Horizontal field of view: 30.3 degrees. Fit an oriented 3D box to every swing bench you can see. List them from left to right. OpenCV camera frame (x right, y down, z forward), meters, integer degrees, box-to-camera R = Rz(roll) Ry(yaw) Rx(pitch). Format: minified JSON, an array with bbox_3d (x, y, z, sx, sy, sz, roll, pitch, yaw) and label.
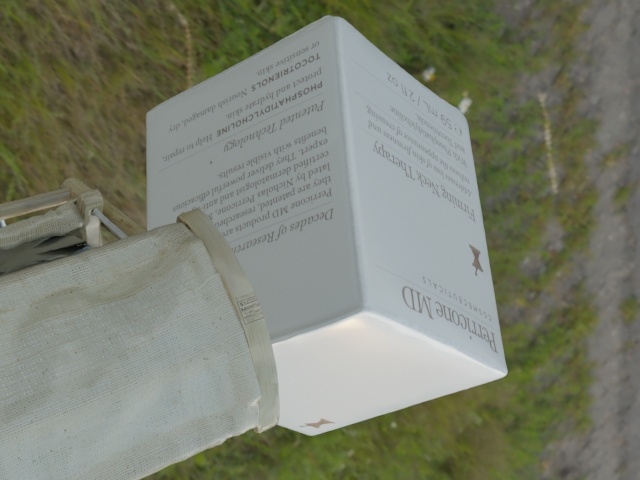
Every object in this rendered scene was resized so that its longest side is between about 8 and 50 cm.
[{"bbox_3d":[-0.206,0.071,0.827,0.253,0.254,0.165,-19,111,-38],"label":"swing bench"}]

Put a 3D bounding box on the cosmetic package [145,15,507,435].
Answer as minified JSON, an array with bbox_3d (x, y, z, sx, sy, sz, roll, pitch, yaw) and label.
[{"bbox_3d":[0.000,0.000,1.524,0.327,0.394,0.329,-22,149,30],"label":"cosmetic package"}]

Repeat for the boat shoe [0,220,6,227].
[{"bbox_3d":[-0.351,-0.011,1.134,0.108,0.301,0.102,-31,165,3],"label":"boat shoe"}]
